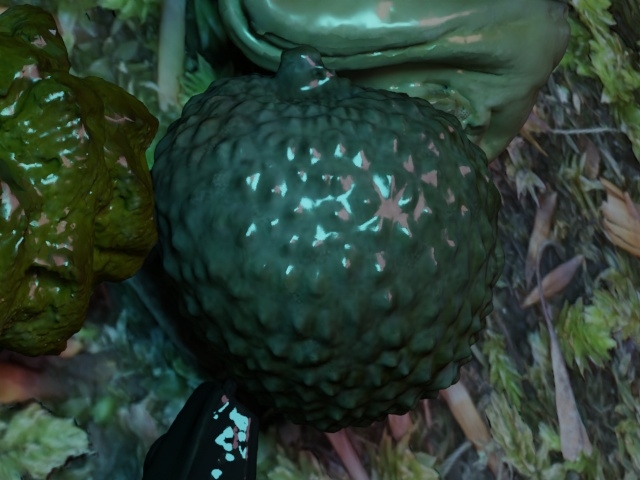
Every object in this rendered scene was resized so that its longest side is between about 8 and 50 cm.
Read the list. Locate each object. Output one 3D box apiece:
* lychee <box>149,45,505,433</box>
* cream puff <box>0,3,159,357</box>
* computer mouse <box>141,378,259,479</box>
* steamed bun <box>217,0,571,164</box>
[{"bbox_3d":[0.000,0.000,1.317,0.255,0.255,0.274,-24,121,-48],"label":"lychee"},{"bbox_3d":[-0.211,-0.040,1.180,0.244,0.196,0.244,47,14,-16],"label":"cream puff"},{"bbox_3d":[-0.086,0.205,1.180,0.088,0.147,0.264,10,58,-8],"label":"computer mouse"},{"bbox_3d":[0.061,-0.257,1.462,0.394,0.237,0.346,47,26,-3],"label":"steamed bun"}]
